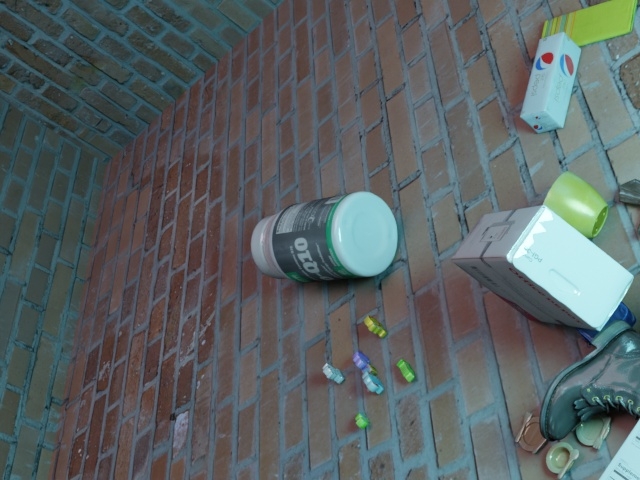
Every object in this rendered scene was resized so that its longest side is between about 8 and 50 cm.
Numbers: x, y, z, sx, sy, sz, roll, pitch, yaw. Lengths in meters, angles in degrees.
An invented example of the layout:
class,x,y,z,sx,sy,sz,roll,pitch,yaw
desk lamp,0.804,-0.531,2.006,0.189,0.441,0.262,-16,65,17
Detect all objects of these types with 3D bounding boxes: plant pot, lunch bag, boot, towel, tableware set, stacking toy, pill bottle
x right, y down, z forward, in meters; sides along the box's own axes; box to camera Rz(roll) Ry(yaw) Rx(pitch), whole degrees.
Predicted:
class,x,y,z,sx,sy,sz,roll,pitch,yaw
plant pot,0.490,-0.053,1.711,0.095,0.134,0.134,27,84,29
lunch bag,0.497,0.148,1.565,0.098,0.065,0.067,-49,49,10
boot,0.498,0.265,1.431,0.263,0.091,0.229,-53,41,3
towel,0.600,-0.479,2.022,0.237,0.021,0.102,-7,62,49
boot,0.585,-0.063,1.658,0.106,0.037,0.114,-46,35,-8
tableware set,0.417,0.327,1.554,0.141,0.020,0.169,-54,32,3
stacking toy,0.102,0.288,1.973,0.167,0.052,0.221,-49,34,11
pill bottle,0.000,0.000,2.218,0.361,0.204,0.204,-9,55,50

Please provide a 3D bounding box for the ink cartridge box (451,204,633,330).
class,x,y,z,sx,sy,sz,roll,pitch,yaw
ink cartridge box,0.382,0.049,1.578,0.117,0.207,0.283,-54,8,-8

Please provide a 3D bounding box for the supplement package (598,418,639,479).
class,x,y,z,sx,sy,sz,roll,pitch,yaw
supplement package,0.518,0.371,1.215,0.262,0.199,0.198,-56,32,0

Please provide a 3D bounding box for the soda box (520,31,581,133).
class,x,y,z,sx,sy,sz,roll,pitch,yaw
soda box,0.508,-0.348,1.973,0.069,0.074,0.216,-10,54,49
